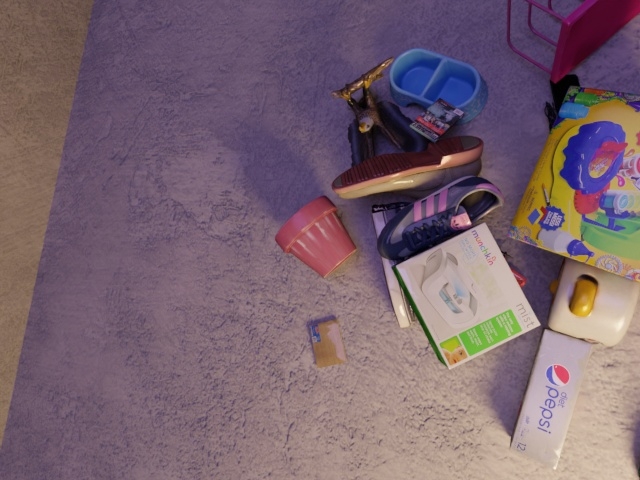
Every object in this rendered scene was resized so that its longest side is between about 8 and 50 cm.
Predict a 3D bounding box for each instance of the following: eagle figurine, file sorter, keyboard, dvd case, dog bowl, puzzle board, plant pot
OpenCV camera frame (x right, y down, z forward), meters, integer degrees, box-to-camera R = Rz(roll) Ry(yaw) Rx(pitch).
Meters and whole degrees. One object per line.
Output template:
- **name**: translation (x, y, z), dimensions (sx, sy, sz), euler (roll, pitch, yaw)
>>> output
- **eagle figurine**: translation (0.157, -0.322, 1.191), dimensions (0.225, 0.298, 0.226), euler (-39, 18, -25)
- **file sorter**: translation (0.617, -0.579, 0.977), dimensions (0.291, 0.202, 0.182), euler (-41, 63, 6)
- **keyboard**: translation (0.617, -0.327, 1.050), dimensions (0.100, 0.038, 0.192), euler (-4, 77, 1)
- **dvd case**: translation (0.309, -0.319, 1.090), dimensions (0.119, 0.013, 0.087), euler (-44, 65, -10)
- **dog bowl**: translation (0.325, -0.446, 1.175), dimensions (0.297, 0.074, 0.166), euler (34, 96, 25)
- **puzzle board**: translation (0.021, 0.305, 1.223), dimensions (0.096, 0.011, 0.128), euler (-19, 73, 22)
- **plant pot**: translation (0.000, 0.000, 1.196), dimensions (0.201, 0.201, 0.180), euler (-44, 82, 12)

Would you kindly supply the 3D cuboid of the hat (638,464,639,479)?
- **hat**: translation (0.790, 0.457, 0.835), dimensions (0.173, 0.184, 0.208), euler (46, 143, 31)

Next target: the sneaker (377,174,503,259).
- **sneaker**: translation (0.285, -0.049, 0.991), dimensions (0.319, 0.112, 0.131), euler (-36, 24, 0)

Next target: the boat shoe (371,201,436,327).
- **boat shoe**: translation (0.245, 0.054, 1.106), dimensions (0.158, 0.127, 0.340), euler (-12, 87, 6)

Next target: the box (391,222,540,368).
- **box**: translation (0.333, 0.127, 0.980), dimensions (0.231, 0.127, 0.262), euler (-26, 84, 2)

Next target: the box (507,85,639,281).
- **box**: translation (0.547, -0.088, 0.742), dimensions (0.279, 0.177, 0.289), euler (25, 101, 36)

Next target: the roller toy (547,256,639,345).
- **roller toy**: translation (0.577, 0.120, 0.894), dimensions (0.146, 0.191, 0.209), euler (15, 48, 27)

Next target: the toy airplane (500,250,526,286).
- **toy airplane**: translation (0.438, 0.095, 1.054), dimensions (0.151, 0.028, 0.151), euler (-1, 86, 14)

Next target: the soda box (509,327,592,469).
- **soda box**: translation (0.520, 0.350, 0.939), dimensions (0.098, 0.091, 0.286), euler (16, 88, 27)

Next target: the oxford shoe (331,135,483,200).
- **oxford shoe**: translation (0.231, -0.153, 1.090), dimensions (0.397, 0.146, 0.140), euler (-11, 34, 9)
